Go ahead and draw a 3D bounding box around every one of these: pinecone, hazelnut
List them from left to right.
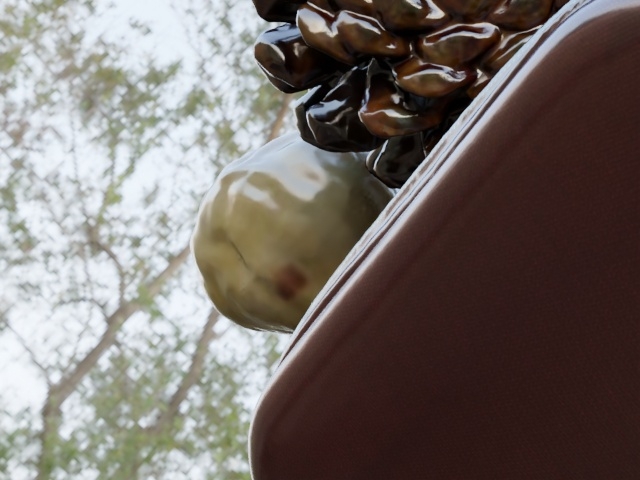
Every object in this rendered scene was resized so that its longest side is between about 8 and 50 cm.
[{"bbox_3d":[0.000,0.000,1.246,0.261,0.261,0.241,-8,-57,49],"label":"hazelnut"},{"bbox_3d":[0.123,-0.216,1.057,0.398,0.398,0.398,27,-35,21],"label":"pinecone"}]

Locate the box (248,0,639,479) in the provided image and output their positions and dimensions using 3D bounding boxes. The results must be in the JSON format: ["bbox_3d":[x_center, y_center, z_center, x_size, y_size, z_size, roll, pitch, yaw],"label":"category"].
[{"bbox_3d":[0.126,0.068,0.518,0.263,0.108,0.404,47,-52,11],"label":"box"}]
